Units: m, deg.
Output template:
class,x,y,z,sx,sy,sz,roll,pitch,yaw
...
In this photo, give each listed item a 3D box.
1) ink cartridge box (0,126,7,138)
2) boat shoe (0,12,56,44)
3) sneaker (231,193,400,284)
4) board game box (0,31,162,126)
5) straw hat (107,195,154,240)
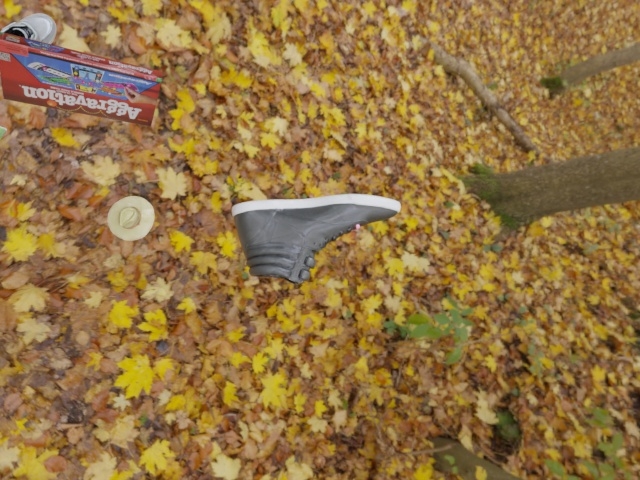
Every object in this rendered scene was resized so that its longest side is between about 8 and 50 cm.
class,x,y,z,sx,sy,sz,roll,pitch,yaw
ink cartridge box,-0.363,-0.081,0.292,0.209,0.109,0.062,28,38,-42
boat shoe,-0.746,-0.500,1.064,0.079,0.081,0.227,48,55,-31
sneaker,0.000,0.000,0.746,0.296,0.104,0.146,-5,84,-6
board game box,-0.488,-0.321,0.879,0.282,0.145,0.027,4,58,-29
straw hat,-0.587,-0.071,1.303,0.145,0.061,0.144,0,90,-11
